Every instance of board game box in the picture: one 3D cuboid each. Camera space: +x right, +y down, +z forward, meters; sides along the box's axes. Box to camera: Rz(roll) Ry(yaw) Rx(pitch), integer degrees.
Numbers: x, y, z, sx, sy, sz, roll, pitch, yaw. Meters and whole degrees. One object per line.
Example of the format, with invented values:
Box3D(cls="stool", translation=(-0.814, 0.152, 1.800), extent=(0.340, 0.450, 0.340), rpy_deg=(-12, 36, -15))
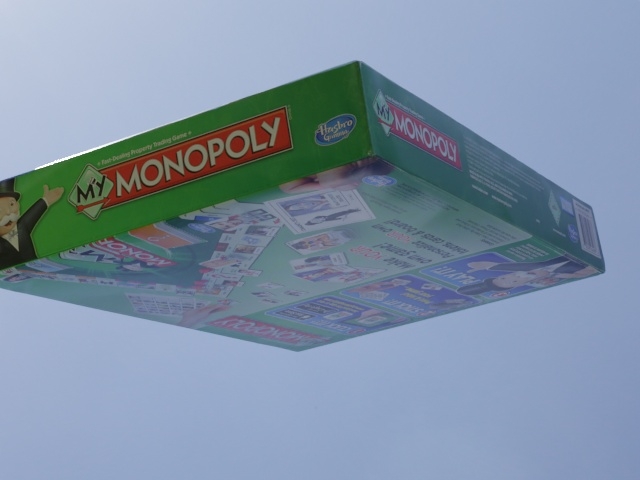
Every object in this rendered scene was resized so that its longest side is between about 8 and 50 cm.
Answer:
Box3D(cls="board game box", translation=(0.000, 0.000, 0.723), extent=(0.214, 0.317, 0.046), rpy_deg=(-15, -107, 25))
